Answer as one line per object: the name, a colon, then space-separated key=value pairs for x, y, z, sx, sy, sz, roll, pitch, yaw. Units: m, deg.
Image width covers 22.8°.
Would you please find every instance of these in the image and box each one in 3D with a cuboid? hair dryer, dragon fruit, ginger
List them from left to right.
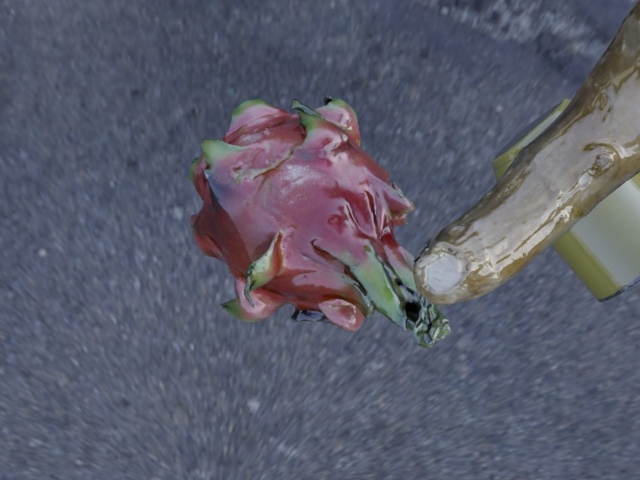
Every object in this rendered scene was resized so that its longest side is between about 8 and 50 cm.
dragon fruit: x=-0.004 y=0.000 z=1.030 sx=0.137 sy=0.135 sz=0.236 roll=-23 pitch=51 yaw=-11
ginger: x=0.173 y=-0.086 z=0.826 sx=0.081 sy=0.148 sz=0.334 roll=43 pitch=87 yaw=-15
hair dryer: x=0.262 y=-0.090 z=1.227 sx=0.278 sy=0.090 sz=0.135 roll=-42 pitch=91 yaw=-25
